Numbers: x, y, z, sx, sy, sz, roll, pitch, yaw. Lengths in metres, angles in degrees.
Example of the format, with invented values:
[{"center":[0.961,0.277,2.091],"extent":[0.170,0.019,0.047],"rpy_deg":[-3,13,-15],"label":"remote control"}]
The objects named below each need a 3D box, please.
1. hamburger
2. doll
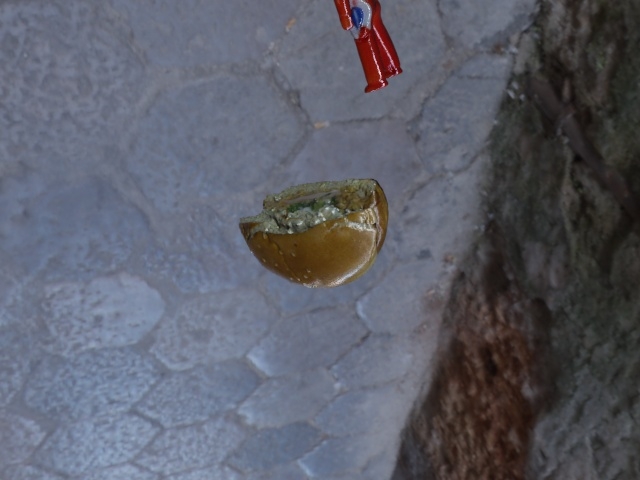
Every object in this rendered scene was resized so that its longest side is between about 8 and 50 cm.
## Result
[{"center":[0.000,0.000,1.259],"extent":[0.144,0.283,0.156],"rpy_deg":[-34,112,-37],"label":"hamburger"},{"center":[0.067,-0.491,1.588],"extent":[0.099,0.188,0.383],"rpy_deg":[-12,106,24],"label":"doll"}]
